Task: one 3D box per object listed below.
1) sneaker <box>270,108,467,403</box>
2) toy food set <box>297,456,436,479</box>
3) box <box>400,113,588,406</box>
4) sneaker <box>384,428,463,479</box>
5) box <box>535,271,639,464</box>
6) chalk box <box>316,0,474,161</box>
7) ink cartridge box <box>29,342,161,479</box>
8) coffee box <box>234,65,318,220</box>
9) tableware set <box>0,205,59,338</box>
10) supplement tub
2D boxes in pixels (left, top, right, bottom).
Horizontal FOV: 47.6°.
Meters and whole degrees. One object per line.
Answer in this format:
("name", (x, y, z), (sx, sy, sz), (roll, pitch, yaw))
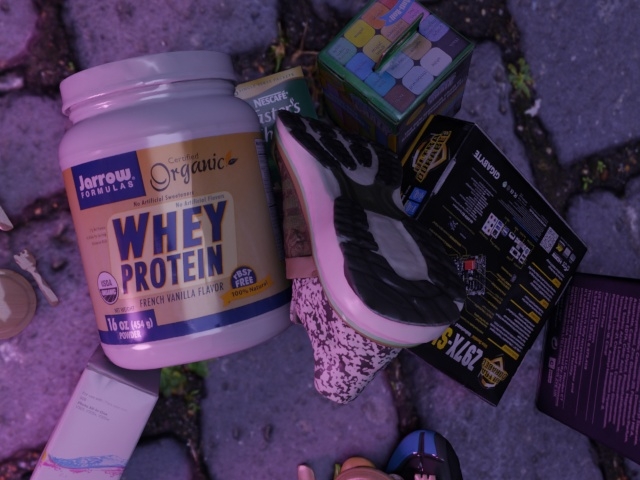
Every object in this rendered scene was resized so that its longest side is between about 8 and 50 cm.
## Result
("sneaker", (0.000, 0.000, 0.768), (0.158, 0.410, 0.182), (19, 119, -22))
("toy food set", (0.068, 0.351, 0.957), (0.192, 0.038, 0.133), (-3, 95, 26))
("box", (0.184, 0.037, 0.910), (0.322, 0.079, 0.257), (35, 86, -39))
("sneaker", (0.173, 0.421, 0.989), (0.139, 0.125, 0.341), (-7, 91, -39))
("box", (0.502, 0.168, 0.889), (0.293, 0.395, 0.212), (7, 90, -12))
("chalk box", (0.087, -0.198, 0.863), (0.132, 0.213, 0.132), (43, 82, 15))
("ink cartridge box", (-0.271, 0.242, 0.849), (0.093, 0.154, 0.213), (24, 87, -12))
("coffee box", (-0.051, -0.122, 0.940), (0.113, 0.040, 0.184), (-18, 96, -11))
("tableware set", (-0.418, 0.030, 0.871), (0.128, 0.039, 0.194), (-33, 104, -21))
("supplement tub", (-0.163, -0.035, 0.825), (0.228, 0.228, 0.316), (-13, 95, -11))
